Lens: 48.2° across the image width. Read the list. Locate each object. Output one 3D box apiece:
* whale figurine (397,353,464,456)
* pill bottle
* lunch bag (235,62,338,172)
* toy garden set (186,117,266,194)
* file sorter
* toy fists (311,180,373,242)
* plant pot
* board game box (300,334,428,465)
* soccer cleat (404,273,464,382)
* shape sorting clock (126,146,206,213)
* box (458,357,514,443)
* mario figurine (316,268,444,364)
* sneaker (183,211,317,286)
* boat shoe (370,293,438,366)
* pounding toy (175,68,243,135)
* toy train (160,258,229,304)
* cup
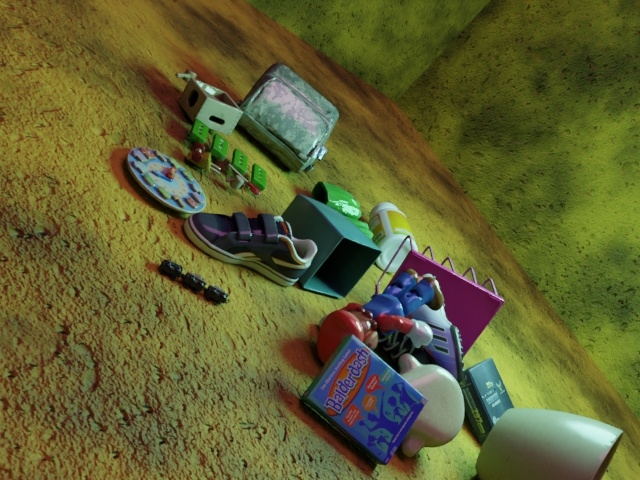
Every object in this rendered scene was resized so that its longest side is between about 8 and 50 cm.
[{"bbox_3d":[0.175,0.356,1.548,0.271,0.141,0.216,8,69,-24],"label":"whale figurine"},{"bbox_3d":[0.222,-0.018,2.284,0.136,0.136,0.246,35,23,-24],"label":"pill bottle"},{"bbox_3d":[-0.113,-0.371,2.254,0.305,0.212,0.256,39,38,-11],"label":"lunch bag"},{"bbox_3d":[-0.252,-0.197,1.882,0.244,0.049,0.204,37,21,-21],"label":"toy garden set"},{"bbox_3d":[0.324,0.143,2.011,0.290,0.202,0.182,28,21,-7],"label":"file sorter"},{"bbox_3d":[0.068,-0.059,2.145,0.142,0.096,0.279,16,36,-34],"label":"toy fists"},{"bbox_3d":[0.000,0.000,1.832,0.165,0.166,0.234,20,24,-47],"label":"plant pot"},{"bbox_3d":[0.089,0.315,1.420,0.210,0.160,0.047,41,-23,-7],"label":"board game box"},{"bbox_3d":[0.256,0.212,1.706,0.318,0.116,0.109,-104,-173,-46],"label":"soccer cleat"},{"bbox_3d":[-0.340,-0.137,1.600,0.206,0.040,0.206,33,21,-15],"label":"shape sorting clock"},{"bbox_3d":[0.445,0.423,1.920,0.232,0.059,0.184,2,62,-62],"label":"box"},{"bbox_3d":[0.126,0.198,1.618,0.320,0.198,0.170,-29,87,-30],"label":"mario figurine"},{"bbox_3d":[-0.149,-0.009,1.615,0.321,0.127,0.126,25,29,-38],"label":"sneaker"},{"bbox_3d":[0.200,0.268,1.768,0.158,0.127,0.341,26,19,-26],"label":"boat shoe"},{"bbox_3d":[-0.351,-0.401,2.026,0.181,0.094,0.206,16,26,-43],"label":"pounding toy"},{"bbox_3d":[-0.246,0.082,1.406,0.158,0.027,0.036,34,13,-25],"label":"toy train"},{"bbox_3d":[0.495,0.517,1.625,0.237,0.331,0.331,27,12,29],"label":"cup"}]
